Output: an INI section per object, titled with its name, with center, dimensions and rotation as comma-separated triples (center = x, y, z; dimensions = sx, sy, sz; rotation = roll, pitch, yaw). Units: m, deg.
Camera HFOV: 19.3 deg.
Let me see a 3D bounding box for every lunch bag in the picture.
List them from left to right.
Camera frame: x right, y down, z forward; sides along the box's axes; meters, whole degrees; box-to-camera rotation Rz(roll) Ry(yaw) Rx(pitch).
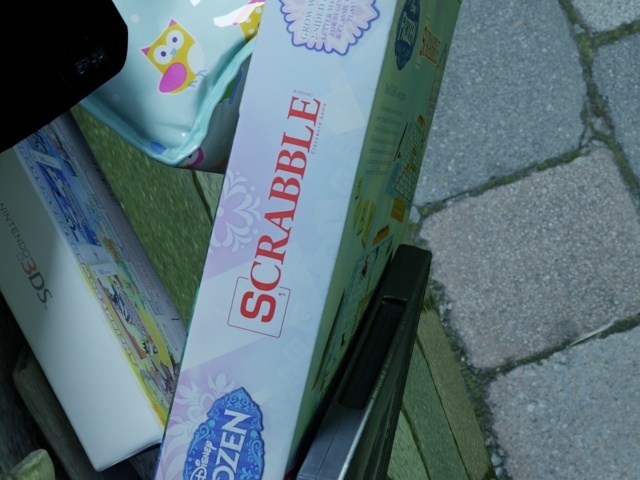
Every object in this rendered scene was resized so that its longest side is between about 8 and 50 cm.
[lunch bag]
center = -0.125, -0.160, 1.155
dimensions = 0.262, 0.160, 0.223
rotation = 36, 6, 8

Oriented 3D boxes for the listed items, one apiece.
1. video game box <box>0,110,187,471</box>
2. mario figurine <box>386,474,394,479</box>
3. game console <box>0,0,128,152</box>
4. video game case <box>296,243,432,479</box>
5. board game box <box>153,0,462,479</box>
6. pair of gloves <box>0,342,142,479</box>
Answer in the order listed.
[video game box]
center = -0.127, 0.019, 1.009
dimensions = 0.205, 0.048, 0.187
rotation = 61, 3, 5
[mario figurine]
center = 0.046, 0.269, 1.146
dimensions = 0.170, 0.198, 0.320
rotation = 87, -13, -52
[game console]
center = -0.220, -0.213, 0.897
dimensions = 0.361, 0.044, 0.213
rotation = 59, 20, -9
[video game case]
center = 0.012, 0.143, 1.019
dimensions = 0.274, 0.026, 0.196
rotation = -64, 165, -64
[board game box]
center = 0.000, 0.000, 1.026
dimensions = 0.318, 0.066, 0.318
rotation = -8, 112, -82
[pair of gloves]
center = -0.104, 0.168, 0.923
dimensions = 0.204, 0.042, 0.240
rotation = 60, 6, -20
